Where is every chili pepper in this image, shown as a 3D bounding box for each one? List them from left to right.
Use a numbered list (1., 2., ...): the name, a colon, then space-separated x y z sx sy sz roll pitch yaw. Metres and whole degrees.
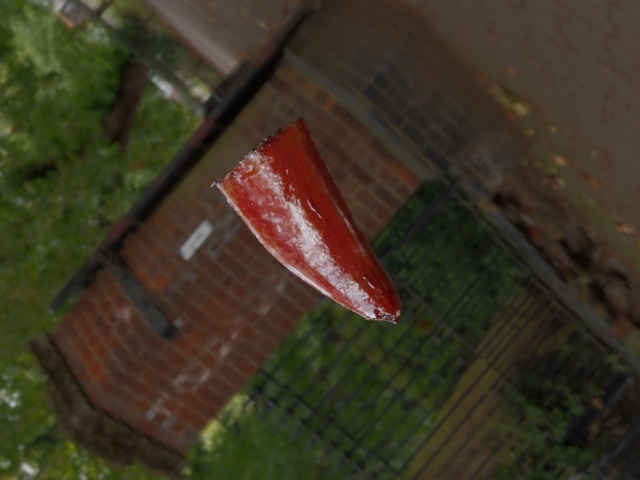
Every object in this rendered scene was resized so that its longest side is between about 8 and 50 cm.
1. chili pepper: 0.004 -0.003 0.932 0.169 0.088 0.065 51 -147 1
